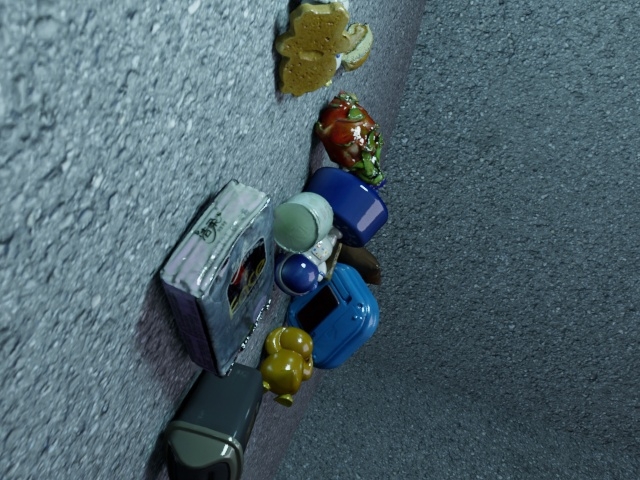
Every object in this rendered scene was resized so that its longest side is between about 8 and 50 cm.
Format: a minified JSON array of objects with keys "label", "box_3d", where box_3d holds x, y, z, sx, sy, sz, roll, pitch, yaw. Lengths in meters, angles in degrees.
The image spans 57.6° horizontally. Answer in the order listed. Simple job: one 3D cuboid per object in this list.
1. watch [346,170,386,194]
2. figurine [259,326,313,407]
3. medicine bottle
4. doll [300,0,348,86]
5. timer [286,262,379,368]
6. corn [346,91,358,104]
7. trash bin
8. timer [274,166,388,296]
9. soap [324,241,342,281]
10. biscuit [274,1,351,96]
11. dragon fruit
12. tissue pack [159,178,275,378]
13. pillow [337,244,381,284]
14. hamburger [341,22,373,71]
[{"label":"watch","box_3d":[0.140,-0.213,2.267,0.200,0.196,0.171,-53,167,22]},{"label":"figurine","box_3d":[-0.115,0.411,1.933,0.228,0.215,0.215,-81,-178,-55]},{"label":"medicine bottle","box_3d":[-0.050,-0.050,1.575,0.143,0.147,0.147,-43,150,-64]},{"label":"doll","box_3d":[0.005,-0.458,1.256,0.138,0.119,0.293,-19,145,-21]},{"label":"timer","box_3d":[0.031,0.264,2.042,0.115,0.309,0.340,18,122,-47]},{"label":"corn","box_3d":[0.086,-0.400,1.922,0.207,0.068,0.068,94,17,-50]},{"label":"trash bin","box_3d":[-0.240,0.432,1.323,0.290,0.182,0.209,-68,170,-52]},{"label":"timer","box_3d":[0.000,0.000,1.756,0.383,0.270,0.270,-55,165,-15]},{"label":"soap","box_3d":[0.003,0.010,1.990,0.076,0.135,0.233,48,61,-78]},{"label":"biscuit","box_3d":[-0.019,-0.394,1.213,0.225,0.166,0.036,105,-33,-54]},{"label":"dragon fruit","box_3d":[0.106,-0.298,1.694,0.198,0.269,0.200,-25,146,-35]},{"label":"tissue pack","box_3d":[-0.189,0.085,1.152,0.361,0.122,0.259,97,18,-55]},{"label":"pillow","box_3d":[0.106,0.044,2.178,0.108,0.308,0.305,-48,166,-6]},{"label":"hamburger","box_3d":[0.105,-0.550,1.710,0.102,0.087,0.176,88,20,-58]}]
